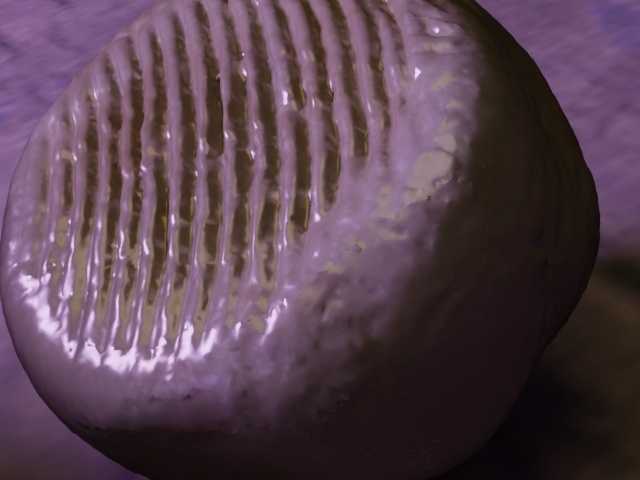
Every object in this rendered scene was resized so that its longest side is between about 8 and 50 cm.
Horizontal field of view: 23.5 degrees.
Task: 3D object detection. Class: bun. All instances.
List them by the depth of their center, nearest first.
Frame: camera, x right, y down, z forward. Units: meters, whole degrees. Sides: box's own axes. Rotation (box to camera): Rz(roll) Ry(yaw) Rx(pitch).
[{"bbox_3d":[0.000,0.000,0.443,0.166,0.113,0.173,4,55,34],"label":"bun"}]
